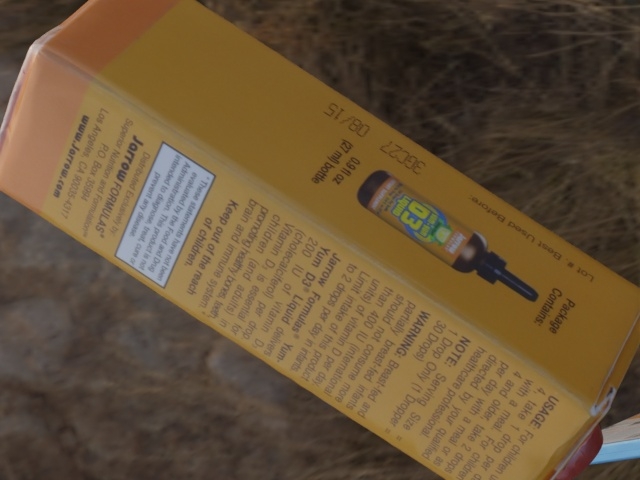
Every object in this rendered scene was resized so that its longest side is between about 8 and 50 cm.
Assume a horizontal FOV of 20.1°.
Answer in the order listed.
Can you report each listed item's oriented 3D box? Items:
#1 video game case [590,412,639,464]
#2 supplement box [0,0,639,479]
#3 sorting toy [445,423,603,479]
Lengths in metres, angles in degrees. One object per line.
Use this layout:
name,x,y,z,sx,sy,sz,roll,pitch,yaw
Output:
video game case,0.264,0.129,1.312,0.119,0.166,0.015,-22,87,58
supplement box,0.000,0.000,0.654,0.233,0.078,0.080,32,131,6
sorting toy,0.086,0.104,0.868,0.102,0.061,0.042,-37,100,15
